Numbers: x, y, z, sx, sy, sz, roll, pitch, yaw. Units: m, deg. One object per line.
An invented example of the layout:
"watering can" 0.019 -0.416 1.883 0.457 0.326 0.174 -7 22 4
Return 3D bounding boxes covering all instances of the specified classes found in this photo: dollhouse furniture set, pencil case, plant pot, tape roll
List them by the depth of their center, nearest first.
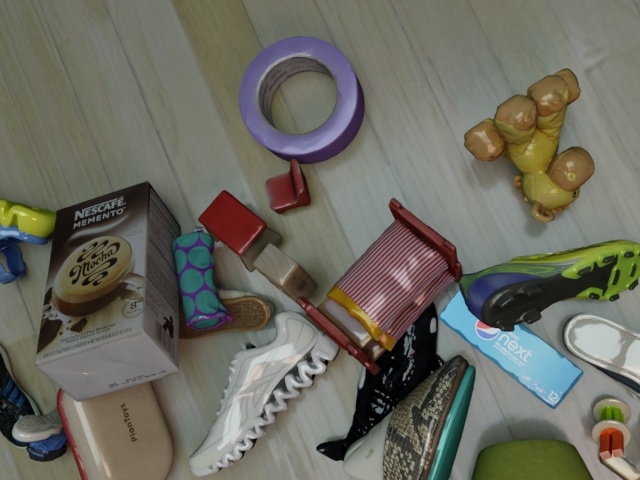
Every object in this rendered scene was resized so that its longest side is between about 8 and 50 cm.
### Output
"plant pot" 0.292 0.425 1.079 0.275 0.274 0.293 -6 61 11
"dollhouse furniture set" 0.465 0.309 1.145 0.114 0.091 0.081 37 77 15
"dollhouse furniture set" 0.000 0.000 1.186 0.374 0.152 0.201 38 84 25
"pencil case" -0.183 0.060 1.241 0.070 0.064 0.151 -6 66 -16
"tape roll" -0.028 -0.220 1.287 0.189 0.080 0.188 -1 84 12

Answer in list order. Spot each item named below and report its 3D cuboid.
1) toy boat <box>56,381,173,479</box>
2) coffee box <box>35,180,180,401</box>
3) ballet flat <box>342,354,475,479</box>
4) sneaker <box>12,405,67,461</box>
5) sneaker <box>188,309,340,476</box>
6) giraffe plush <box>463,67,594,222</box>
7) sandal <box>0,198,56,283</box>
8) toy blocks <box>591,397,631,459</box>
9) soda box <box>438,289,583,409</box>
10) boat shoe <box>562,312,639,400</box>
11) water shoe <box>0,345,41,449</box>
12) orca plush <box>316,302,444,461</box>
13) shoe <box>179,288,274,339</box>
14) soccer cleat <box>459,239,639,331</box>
"toy boat" -0.337 0.305 1.280 0.151 0.151 0.231 -21 88 46
"coffee box" -0.311 0.070 1.223 0.168 0.118 0.297 -18 47 9
"ballet flat" 0.107 0.393 1.152 0.182 0.164 0.482 6 95 21
"sneaker" -0.440 0.316 1.280 0.058 0.152 0.084 23 95 9
"sneaker" -0.105 0.231 1.238 0.118 0.110 0.292 43 86 -1
"giraffe plush" 0.313 -0.118 1.163 0.181 0.210 0.170 -31 84 -18
"sandal" -0.601 -0.018 1.363 0.318 0.126 0.138 15 92 14
"toy blocks" 0.434 0.287 1.110 0.123 0.148 0.054 12 118 12
"soda box" 0.277 0.152 1.197 0.210 0.067 0.071 39 92 12
"boat shoe" 0.464 0.182 1.152 0.255 0.079 0.095 23 91 15
"water shoe" -0.534 0.259 1.339 0.073 0.080 0.203 -35 79 7
"orca plush" 0.087 0.208 1.211 0.151 0.102 0.287 40 93 12
"shoe" -0.178 0.115 1.301 0.219 0.058 0.076 -1 104 15
"soccer cleat" 0.334 0.044 1.160 0.289 0.121 0.093 -15 122 -17
